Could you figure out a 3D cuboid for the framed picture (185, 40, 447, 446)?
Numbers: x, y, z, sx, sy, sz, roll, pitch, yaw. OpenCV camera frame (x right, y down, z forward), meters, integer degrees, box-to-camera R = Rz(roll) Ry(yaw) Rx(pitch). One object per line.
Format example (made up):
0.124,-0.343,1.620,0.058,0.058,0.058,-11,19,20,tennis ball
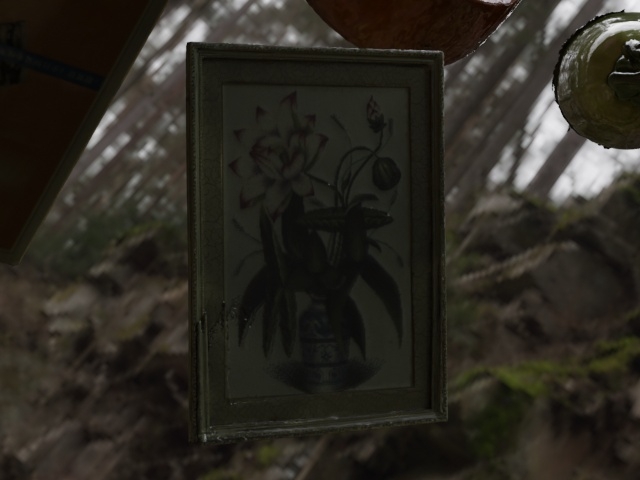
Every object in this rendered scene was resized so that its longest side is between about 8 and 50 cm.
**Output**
0.000,0.000,0.940,0.010,0.173,0.231,4,-83,63,framed picture

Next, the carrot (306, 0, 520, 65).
0.074,-0.273,1.279,0.100,0.307,0.258,-29,-83,37,carrot

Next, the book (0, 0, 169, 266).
-0.208,-0.098,0.973,0.170,0.018,0.242,17,-62,-32,book

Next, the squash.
0.248,-0.138,1.342,0.137,0.137,0.287,33,11,10,squash
